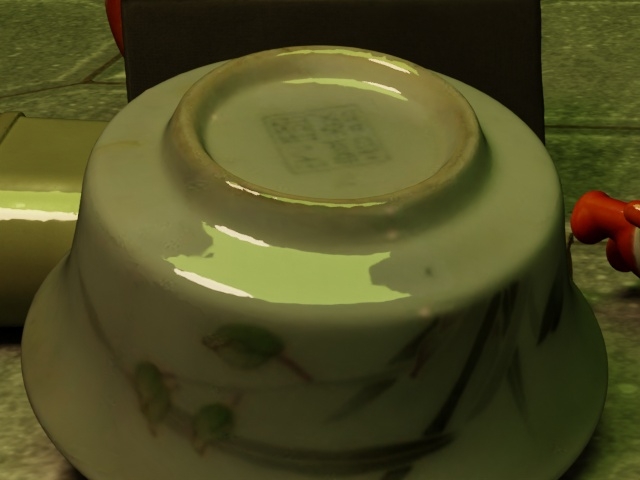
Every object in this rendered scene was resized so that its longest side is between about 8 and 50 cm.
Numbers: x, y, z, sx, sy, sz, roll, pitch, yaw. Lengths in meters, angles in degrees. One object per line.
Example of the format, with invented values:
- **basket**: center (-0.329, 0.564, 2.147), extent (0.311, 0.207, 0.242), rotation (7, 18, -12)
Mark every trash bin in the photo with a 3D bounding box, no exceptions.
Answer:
- **trash bin**: center (-0.136, -0.014, 1.274), extent (0.247, 0.121, 0.243), rotation (1, 19, 0)

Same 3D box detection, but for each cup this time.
- **cup**: center (0.000, 0.000, 1.001), extent (0.347, 0.163, 0.347), rotation (2, 37, -1)

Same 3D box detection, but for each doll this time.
- **doll**: center (0.281, 0.021, 1.148), extent (0.245, 0.076, 0.142), rotation (22, -7, 41)

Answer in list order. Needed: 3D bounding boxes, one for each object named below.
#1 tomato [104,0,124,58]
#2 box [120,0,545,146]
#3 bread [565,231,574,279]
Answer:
- **tomato**: center (-0.114, -0.204, 1.746), extent (0.233, 0.139, 0.200), rotation (18, 40, -15)
- **box**: center (0.018, -0.141, 1.476), extent (0.345, 0.204, 0.251), rotation (-1, 19, 4)
- **bread**: center (0.080, 0.030, 1.197), extent (0.178, 0.060, 0.139), rotation (2, 20, 12)
